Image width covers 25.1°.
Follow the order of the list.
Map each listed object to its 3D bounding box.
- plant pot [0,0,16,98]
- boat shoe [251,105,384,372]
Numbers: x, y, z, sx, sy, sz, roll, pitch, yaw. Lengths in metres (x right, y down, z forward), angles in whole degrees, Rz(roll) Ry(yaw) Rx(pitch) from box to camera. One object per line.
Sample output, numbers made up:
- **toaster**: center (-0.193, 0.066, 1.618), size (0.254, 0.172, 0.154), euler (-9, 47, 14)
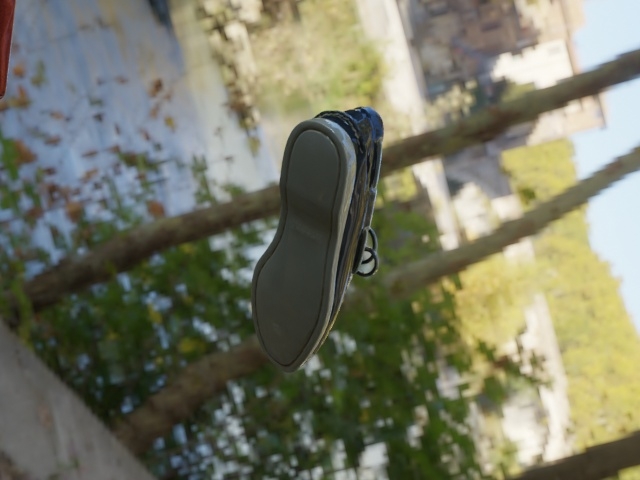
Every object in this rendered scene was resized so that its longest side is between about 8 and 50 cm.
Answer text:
- **plant pot**: center (-0.531, -0.328, 1.707), size (0.267, 0.235, 0.267), euler (28, -65, 42)
- **boat shoe**: center (0.000, 0.000, 1.239), size (0.079, 0.095, 0.254), euler (-24, 132, -44)
